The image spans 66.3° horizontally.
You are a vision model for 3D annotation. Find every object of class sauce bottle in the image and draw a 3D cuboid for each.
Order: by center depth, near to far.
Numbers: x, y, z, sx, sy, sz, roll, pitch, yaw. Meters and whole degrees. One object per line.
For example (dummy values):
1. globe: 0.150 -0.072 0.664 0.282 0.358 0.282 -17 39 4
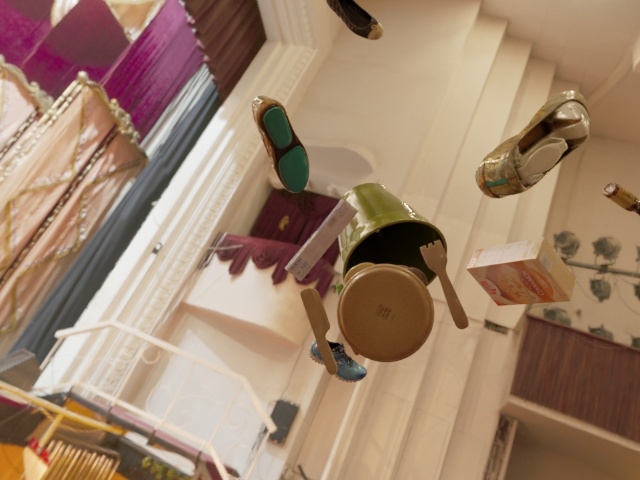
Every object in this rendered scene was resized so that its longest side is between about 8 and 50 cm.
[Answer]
1. sauce bottle: 0.760 -0.099 1.214 0.128 0.042 0.042 26 -23 -17

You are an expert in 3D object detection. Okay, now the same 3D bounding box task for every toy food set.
1. toy food set: 0.082 0.088 0.627 0.192 0.132 0.038 -20 -14 10

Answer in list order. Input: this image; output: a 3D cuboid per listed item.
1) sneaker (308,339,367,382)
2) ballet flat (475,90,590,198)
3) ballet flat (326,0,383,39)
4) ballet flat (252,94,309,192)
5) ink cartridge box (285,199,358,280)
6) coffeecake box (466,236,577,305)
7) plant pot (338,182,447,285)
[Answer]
1. sneaker: 0.048 0.303 1.258 0.162 0.063 0.073 29 -59 6
2. ballet flat: 0.460 -0.199 0.978 0.123 0.349 0.123 46 -20 22
3. ballet flat: 0.076 -0.529 1.139 0.173 0.057 0.049 42 -10 6
4. ballet flat: -0.079 -0.198 1.001 0.073 0.080 0.232 47 -16 39
5. ink cartridge box: 0.000 0.000 1.144 0.046 0.207 0.097 40 -6 -4
6. coffeecake box: 0.459 0.077 1.129 0.142 0.068 0.185 45 -30 -18
7. plant pot: 0.210 -0.024 1.766 0.367 0.353 0.366 -9 -51 -11
